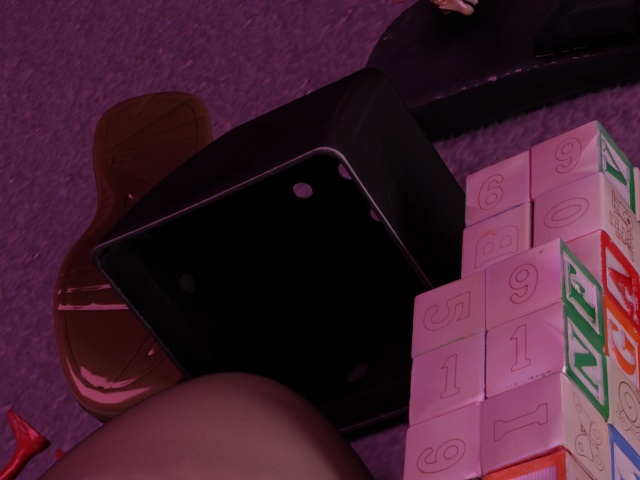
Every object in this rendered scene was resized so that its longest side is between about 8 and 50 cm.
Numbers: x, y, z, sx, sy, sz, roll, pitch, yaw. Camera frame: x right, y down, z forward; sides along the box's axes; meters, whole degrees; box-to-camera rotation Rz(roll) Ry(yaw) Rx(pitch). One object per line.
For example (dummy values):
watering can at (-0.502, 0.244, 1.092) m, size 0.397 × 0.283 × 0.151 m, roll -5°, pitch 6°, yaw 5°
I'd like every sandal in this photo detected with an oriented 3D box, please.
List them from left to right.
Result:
sandal at (0.199, -0.189, 1.141) m, size 0.446 × 0.107 × 0.167 m, roll -22°, pitch 39°, yaw 31°

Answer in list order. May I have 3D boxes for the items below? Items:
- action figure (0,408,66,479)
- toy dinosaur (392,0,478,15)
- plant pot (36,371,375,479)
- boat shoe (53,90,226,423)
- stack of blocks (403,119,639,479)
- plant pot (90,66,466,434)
action figure at (-0.302, 0.238, 1.222) m, size 0.280 × 0.091 × 0.139 m, roll -50°, pitch 40°, yaw -11°
toy dinosaur at (0.079, -0.208, 1.231) m, size 0.092 × 0.053 × 0.183 m, roll -51°, pitch 19°, yaw 5°
plant pot at (-0.057, 0.180, 0.911) m, size 0.256 × 0.256 × 0.274 m, roll -34°, pitch 15°, yaw 14°
boat shoe at (-0.114, 0.026, 1.241) m, size 0.122 × 0.110 × 0.341 m, roll -4°, pitch 38°, yaw 5°
stack of blocks at (0.128, 0.079, 0.869) m, size 0.087 × 0.171 × 0.297 m, roll -23°, pitch 38°, yaw 28°
plant pot at (0.000, 0.000, 1.096) m, size 0.188 × 0.187 × 0.167 m, roll -23°, pitch 26°, yaw 28°
